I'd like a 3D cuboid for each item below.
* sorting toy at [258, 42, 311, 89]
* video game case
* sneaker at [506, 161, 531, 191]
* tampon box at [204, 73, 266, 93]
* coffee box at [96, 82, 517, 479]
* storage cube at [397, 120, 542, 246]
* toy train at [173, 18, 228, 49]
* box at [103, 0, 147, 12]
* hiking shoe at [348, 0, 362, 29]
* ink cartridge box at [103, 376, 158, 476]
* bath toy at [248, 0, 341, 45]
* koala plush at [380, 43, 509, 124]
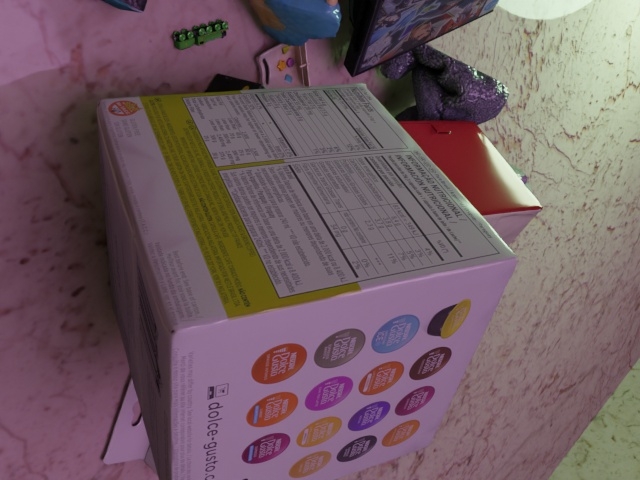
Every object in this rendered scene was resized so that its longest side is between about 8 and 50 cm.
[{"bbox_3d":[-0.054,-0.251,0.921,0.075,0.045,0.083,-24,125,-28],"label":"sorting toy"},{"bbox_3d":[0.173,-0.355,0.900,0.275,0.035,0.248,-28,171,-12],"label":"video game case"},{"bbox_3d":[0.285,-0.093,1.175,0.114,0.305,0.152,24,108,-14],"label":"sneaker"},{"bbox_3d":[-0.095,-0.131,0.887,0.161,0.101,0.120,38,81,-48],"label":"tampon box"},{"bbox_3d":[-0.048,0.056,0.736,0.334,0.338,0.337,-10,135,-23],"label":"coffee box"},{"bbox_3d":[0.183,-0.054,0.986,0.215,0.193,0.183,-6,143,-33],"label":"storage cube"},{"bbox_3d":[-0.154,-0.267,0.827,0.083,0.017,0.023,-29,137,-33],"label":"toy train"},{"bbox_3d":[-0.209,-0.383,0.681,0.100,0.060,0.244,13,99,-48],"label":"box"},{"bbox_3d":[0.146,-0.421,0.930,0.113,0.132,0.304,9,122,-38],"label":"hiking shoe"},{"bbox_3d":[-0.142,0.287,1.028,0.353,0.119,0.207,13,100,-48],"label":"ink cartridge box"},{"bbox_3d":[0.033,-0.433,0.859,0.348,0.151,0.129,-62,175,-9],"label":"bath toy"},{"bbox_3d":[0.190,-0.203,1.098,0.196,0.203,0.221,6,117,-48],"label":"koala plush"}]
